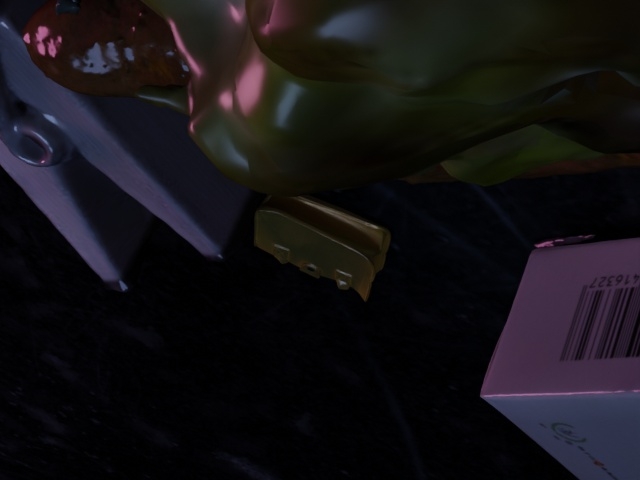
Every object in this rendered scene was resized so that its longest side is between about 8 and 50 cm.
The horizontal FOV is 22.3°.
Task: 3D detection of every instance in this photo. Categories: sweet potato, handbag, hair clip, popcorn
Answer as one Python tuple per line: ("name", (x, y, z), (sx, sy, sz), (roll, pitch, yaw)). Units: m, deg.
("sweet potato", (0.020, -0.079, 0.786), (0.354, 0.095, 0.106), (13, -165, 26))
("handbag", (0.000, 0.000, 1.013), (0.083, 0.027, 0.061), (23, 153, 9))
("hair clip", (-0.163, -0.100, 0.903), (0.101, 0.085, 0.331), (-2, 141, 39))
("popcorn", (0.060, -0.166, 0.403), (0.312, 0.312, 0.312), (19, 153, 11))

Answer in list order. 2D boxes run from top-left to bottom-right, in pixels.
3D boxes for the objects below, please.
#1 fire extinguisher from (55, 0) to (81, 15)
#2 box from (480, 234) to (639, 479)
("fire extinguisher", (-0.090, -0.175, 0.725), (0.071, 0.099, 0.231), (0, 160, -29))
("box", (0.263, 0.087, 0.860), (0.299, 0.106, 0.200), (-7, 141, 48))
